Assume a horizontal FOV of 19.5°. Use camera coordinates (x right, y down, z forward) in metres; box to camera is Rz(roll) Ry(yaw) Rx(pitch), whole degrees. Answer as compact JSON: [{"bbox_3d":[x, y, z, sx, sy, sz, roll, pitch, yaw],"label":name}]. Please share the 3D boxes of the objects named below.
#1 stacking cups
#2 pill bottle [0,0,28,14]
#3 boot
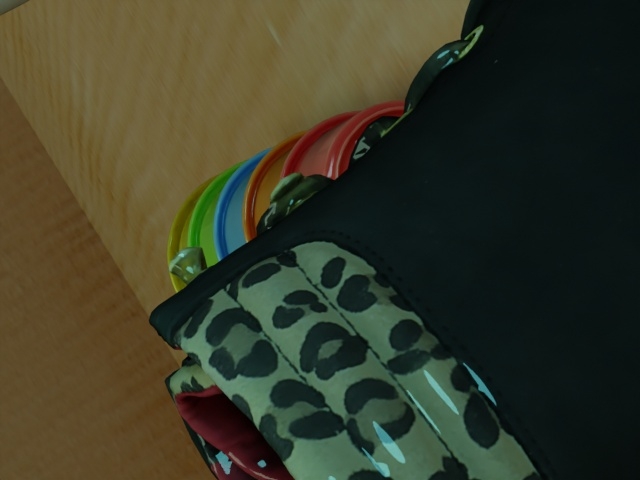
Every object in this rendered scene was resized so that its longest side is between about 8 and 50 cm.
[{"bbox_3d":[0.000,0.000,0.845,0.096,0.096,0.316,59,167,-4],"label":"stacking cups"},{"bbox_3d":[-0.203,-0.264,0.712,0.363,0.210,0.210,62,168,-20],"label":"pill bottle"},{"bbox_3d":[0.032,-0.032,0.392,0.236,0.179,0.085,47,164,42],"label":"boot"}]
